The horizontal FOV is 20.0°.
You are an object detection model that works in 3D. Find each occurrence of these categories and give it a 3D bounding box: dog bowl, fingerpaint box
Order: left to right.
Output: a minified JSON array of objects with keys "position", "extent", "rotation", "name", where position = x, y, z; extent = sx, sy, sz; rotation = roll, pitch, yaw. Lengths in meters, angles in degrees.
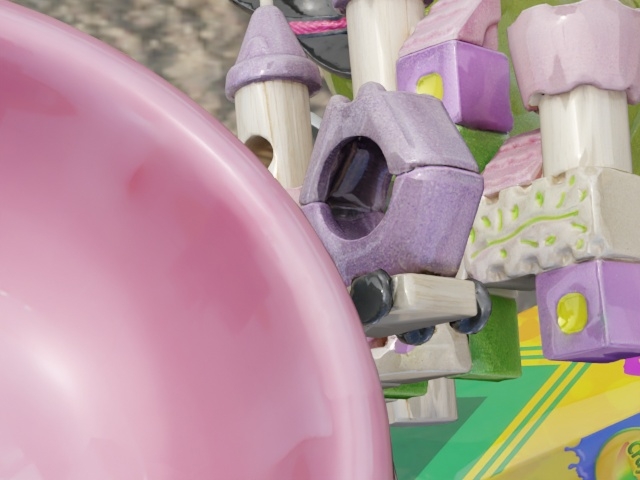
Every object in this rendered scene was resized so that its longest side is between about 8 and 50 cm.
[{"position":[-0.159,0.082,0.547],"extent":[0.408,0.408,0.150],"rotation":[26,140,4],"name":"dog bowl"},{"position":[0.134,0.297,1.551],"extent":[0.371,0.163,0.445],"rotation":[-23,131,-6],"name":"fingerpaint box"}]

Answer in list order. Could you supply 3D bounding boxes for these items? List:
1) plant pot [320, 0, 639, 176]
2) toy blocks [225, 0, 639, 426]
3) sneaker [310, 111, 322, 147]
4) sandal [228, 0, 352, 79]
[{"position":[0.152,-0.209,1.913],"extent":[0.366,0.353,0.366],"rotation":[-14,59,25],"name":"plant pot"},{"position":[0.039,-0.055,0.904],"extent":[0.288,0.309,0.260],"rotation":[-15,73,44],"name":"toy blocks"},{"position":[0.000,0.000,1.926],"extent":[0.104,0.147,0.296],"rotation":[-22,100,35],"name":"sneaker"},{"position":[-0.005,-0.174,1.360],"extent":[0.179,0.040,0.067],"rotation":[30,69,26],"name":"sandal"}]
